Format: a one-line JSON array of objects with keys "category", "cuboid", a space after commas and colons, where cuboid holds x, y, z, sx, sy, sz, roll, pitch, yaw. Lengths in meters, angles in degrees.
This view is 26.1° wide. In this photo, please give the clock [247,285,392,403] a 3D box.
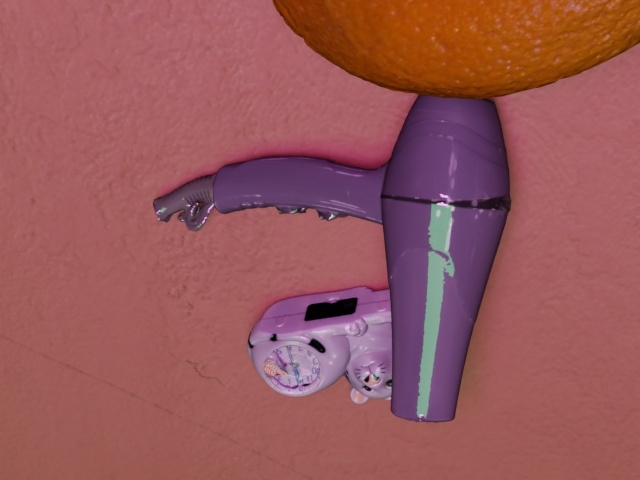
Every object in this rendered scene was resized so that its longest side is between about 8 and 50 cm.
[{"category": "clock", "cuboid": [0.016, 0.119, 1.411, 0.176, 0.080, 0.117, -9, 116, 12]}]

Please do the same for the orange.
[{"category": "orange", "cuboid": [0.127, -0.268, 1.064, 0.356, 0.322, 0.322, 6, 118, 6]}]

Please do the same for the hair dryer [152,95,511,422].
[{"category": "hair dryer", "cuboid": [0.000, 0.000, 1.329, 0.361, 0.121, 0.301, 8, 94, 23]}]
